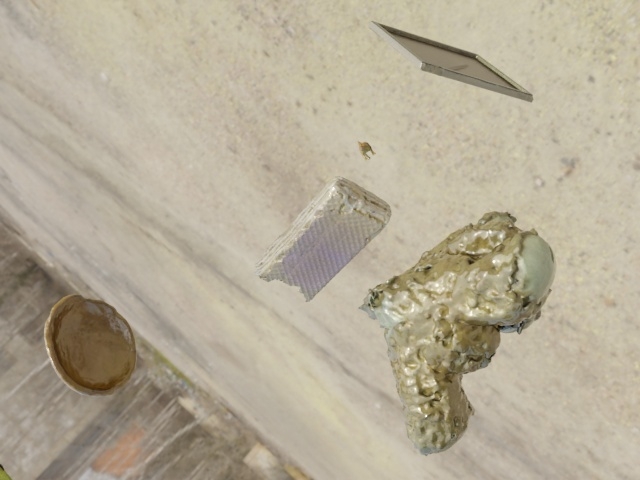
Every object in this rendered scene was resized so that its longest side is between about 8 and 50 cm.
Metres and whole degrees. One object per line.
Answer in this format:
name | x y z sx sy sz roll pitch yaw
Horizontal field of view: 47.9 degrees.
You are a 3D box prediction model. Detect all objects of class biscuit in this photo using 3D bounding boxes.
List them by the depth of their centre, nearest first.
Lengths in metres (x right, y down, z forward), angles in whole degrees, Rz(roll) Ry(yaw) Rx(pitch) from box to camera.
biscuit | 0.000 0.000 1.131 0.108 0.061 0.239 28 129 -20

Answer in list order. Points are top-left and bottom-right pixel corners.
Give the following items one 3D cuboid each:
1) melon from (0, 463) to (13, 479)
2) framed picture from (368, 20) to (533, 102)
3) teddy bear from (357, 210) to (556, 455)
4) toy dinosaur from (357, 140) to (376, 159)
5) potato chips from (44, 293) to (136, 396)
melon | -0.530 0.305 0.893 0.265 0.169 0.129 38 137 4
framed picture | 0.259 -0.353 1.419 0.290 0.020 0.211 7 -149 -33
teddy bear | 0.157 0.073 0.793 0.156 0.267 0.256 32 -157 21
toy dinosaur | 0.096 -0.186 1.486 0.041 0.026 0.113 53 -168 6
potato chips | -0.456 0.209 1.408 0.208 0.195 0.062 50 129 -1
